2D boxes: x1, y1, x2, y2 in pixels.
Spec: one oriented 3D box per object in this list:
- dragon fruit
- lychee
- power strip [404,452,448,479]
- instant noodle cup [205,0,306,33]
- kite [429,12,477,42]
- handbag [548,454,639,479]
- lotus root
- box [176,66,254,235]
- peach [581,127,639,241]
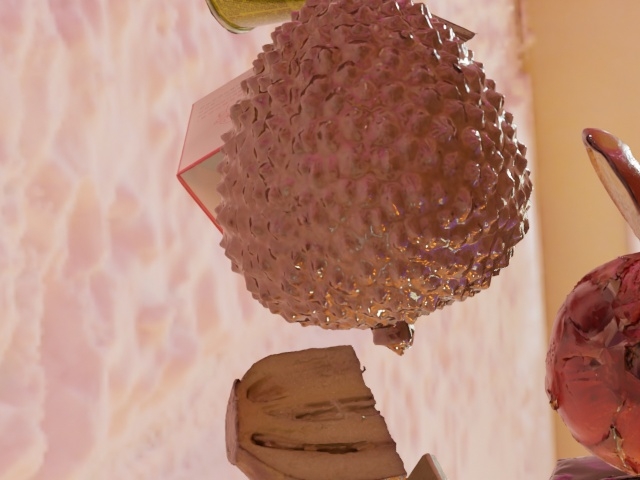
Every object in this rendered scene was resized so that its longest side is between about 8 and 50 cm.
[{"bbox_3d":[0.430,0.161,1.578,0.302,0.296,0.295,30,58,-72],"label":"dragon fruit"},{"bbox_3d":[0.057,-0.079,1.434,0.380,0.381,0.432,-19,98,-73],"label":"lychee"},{"bbox_3d":[0.166,0.383,1.834,0.076,0.028,0.169,-57,-161,11],"label":"power strip"},{"bbox_3d":[-0.063,-0.545,2.330,0.311,0.222,0.311,-16,108,-62],"label":"instant noodle cup"},{"bbox_3d":[0.107,-0.320,1.996,0.314,0.335,0.011,60,-29,30],"label":"kite"},{"bbox_3d":[0.537,0.445,2.208,0.244,0.275,0.088,-30,108,-69],"label":"handbag"},{"bbox_3d":[-0.034,0.326,2.019,0.149,0.260,0.267,111,-35,-44],"label":"lotus root"},{"bbox_3d":[-0.043,-0.144,2.208,0.300,0.314,0.312,53,18,-25],"label":"box"},{"bbox_3d":[0.549,-0.085,2.167,0.279,0.068,0.189,57,8,-18],"label":"peach"}]
